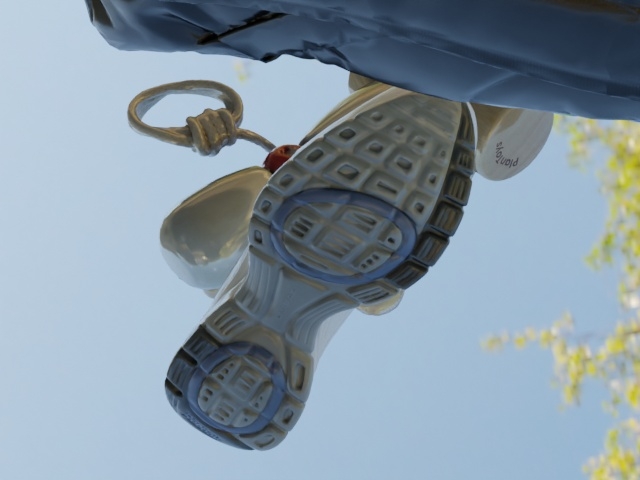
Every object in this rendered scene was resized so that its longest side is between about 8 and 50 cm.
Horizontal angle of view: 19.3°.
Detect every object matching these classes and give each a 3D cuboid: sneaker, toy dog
[{"bbox_3d":[0.000,0.000,1.173,0.111,0.297,0.129,35,-144,-8],"label":"sneaker"},{"bbox_3d":[0.022,-0.038,1.485,0.334,0.161,0.220,-16,-139,-13],"label":"toy dog"}]

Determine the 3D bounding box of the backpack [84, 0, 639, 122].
[{"bbox_3d":[0.086,-0.182,0.746,0.355,0.290,0.273,24,-129,29],"label":"backpack"}]
